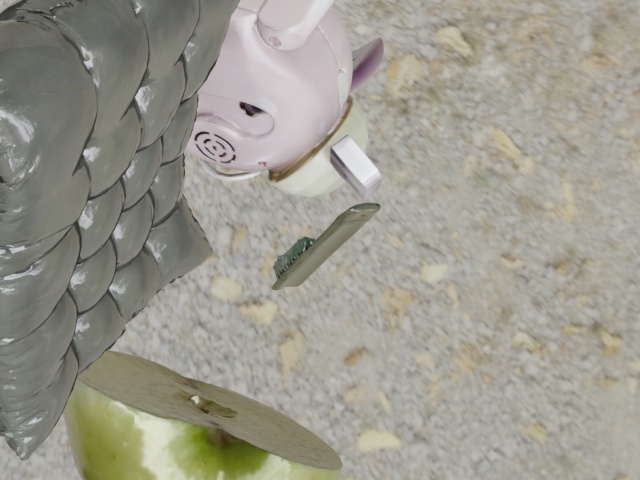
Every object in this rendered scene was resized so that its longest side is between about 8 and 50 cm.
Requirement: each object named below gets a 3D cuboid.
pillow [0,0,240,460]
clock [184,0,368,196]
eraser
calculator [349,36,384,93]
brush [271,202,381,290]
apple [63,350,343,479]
[{"bbox_3d":[-0.143,-0.037,0.773,0.101,0.228,0.326,25,139,11],"label":"pillow"},{"bbox_3d":[-0.110,-0.209,1.555,0.184,0.342,0.326,-56,157,-28],"label":"clock"},{"bbox_3d":[0.039,-0.081,1.468,0.026,0.105,0.065,-37,84,-4],"label":"eraser"},{"bbox_3d":[-0.019,-0.212,1.937,0.194,0.294,0.043,-17,110,38],"label":"calculator"},{"bbox_3d":[0.000,0.000,1.142,0.034,0.190,0.027,-8,72,-26],"label":"brush"},{"bbox_3d":[-0.162,0.251,1.695,0.312,0.360,0.320,-25,100,-10],"label":"apple"}]
